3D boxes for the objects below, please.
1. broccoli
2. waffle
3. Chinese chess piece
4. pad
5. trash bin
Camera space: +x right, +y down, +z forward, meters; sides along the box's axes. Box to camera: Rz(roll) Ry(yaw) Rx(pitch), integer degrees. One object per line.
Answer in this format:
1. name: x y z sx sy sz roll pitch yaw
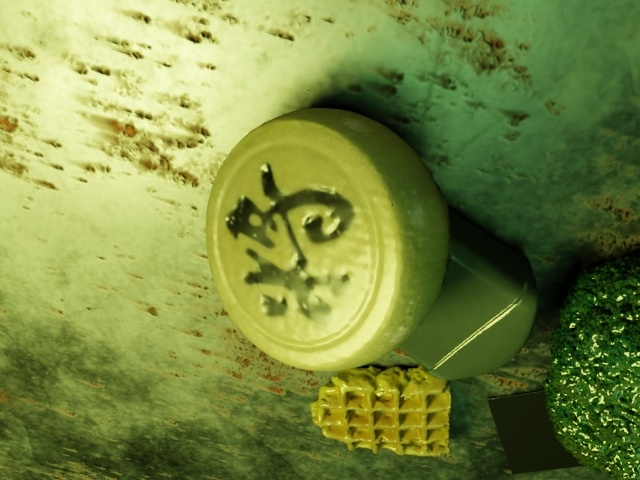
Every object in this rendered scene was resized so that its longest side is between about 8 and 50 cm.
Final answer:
1. broccoli: 0.398 0.156 0.581 0.297 0.298 0.297 -33 136 26
2. waffle: 0.087 0.254 0.803 0.210 0.055 0.161 0 125 10
3. Chinese chess piece: 0.000 0.000 0.534 0.257 0.104 0.258 7 102 34
4. pad: 0.422 0.277 0.802 0.299 0.005 0.202 -15 122 17
5. trash bin: 0.134 0.057 0.633 0.236 0.101 0.177 32 124 -12
